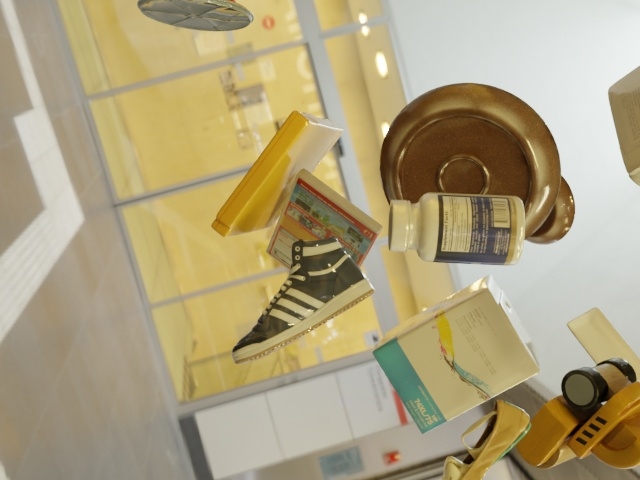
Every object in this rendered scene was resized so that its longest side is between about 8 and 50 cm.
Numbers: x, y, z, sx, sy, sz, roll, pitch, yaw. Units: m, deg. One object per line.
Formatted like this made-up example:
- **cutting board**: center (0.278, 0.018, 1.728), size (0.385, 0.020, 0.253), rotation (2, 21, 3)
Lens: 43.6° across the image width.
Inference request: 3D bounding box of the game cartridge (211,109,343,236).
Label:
- **game cartridge**: center (-0.084, -0.137, 1.649), size (0.053, 0.285, 0.324), rotation (40, 12, 9)

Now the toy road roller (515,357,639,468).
- **toy road roller**: center (0.646, 0.449, 1.865), size (0.240, 0.203, 0.329), rotation (51, -54, 32)

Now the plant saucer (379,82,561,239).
- **plant saucer**: center (0.244, -0.109, 1.354), size (0.050, 0.311, 0.310), rotation (-47, 126, -61)

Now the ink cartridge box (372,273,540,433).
- **ink cartridge box**: center (0.283, 0.227, 1.647), size (0.197, 0.270, 0.198), rotation (59, 15, 2)

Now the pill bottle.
- **pill bottle**: center (0.177, -0.016, 1.060), size (0.094, 0.169, 0.094), rotation (3, 90, -89)

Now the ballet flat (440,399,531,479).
- **ballet flat**: center (0.245, 0.356, 1.301), size (0.073, 0.232, 0.080), rotation (38, 3, 0)

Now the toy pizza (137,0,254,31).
- **toy pizza**: center (-0.215, -0.405, 1.389), size (0.201, 0.201, 0.032), rotation (-179, -87, -87)

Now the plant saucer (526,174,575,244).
- **plant saucer**: center (0.486, -0.081, 1.832), size (0.199, 0.036, 0.198), rotation (23, -58, 43)

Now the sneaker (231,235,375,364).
- **sneaker**: center (-0.059, 0.099, 1.439), size (0.153, 0.282, 0.099), rotation (60, -8, 6)

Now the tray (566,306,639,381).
- **tray**: center (0.782, 0.314, 2.150), size (0.270, 0.145, 0.030), rotation (56, -36, 20)

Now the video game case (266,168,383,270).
- **video game case**: center (0.000, 0.000, 1.689), size (0.204, 0.025, 0.285), rotation (37, -38, 9)

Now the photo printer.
- **photo printer**: center (0.724, -0.278, 1.555), size (0.307, 0.107, 0.256), rotation (-39, -139, 45)
